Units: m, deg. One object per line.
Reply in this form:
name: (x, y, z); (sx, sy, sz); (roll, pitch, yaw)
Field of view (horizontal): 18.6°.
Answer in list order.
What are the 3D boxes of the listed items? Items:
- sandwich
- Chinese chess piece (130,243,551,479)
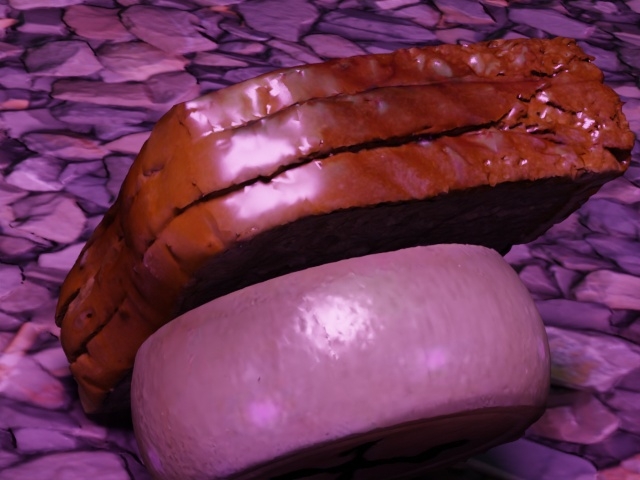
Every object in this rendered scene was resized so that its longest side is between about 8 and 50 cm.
sandwich: (0.000, 0.000, 1.128); (0.271, 0.301, 0.099); (-13, 71, -28)
Chinese chess piece: (0.014, 0.080, 1.059); (0.238, 0.238, 0.092); (-8, 72, -28)
